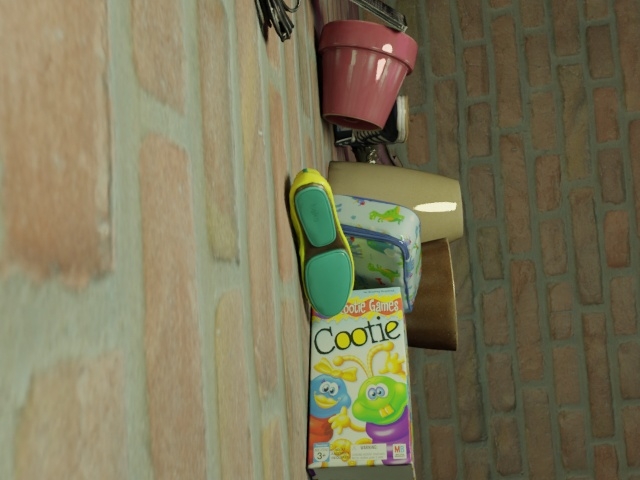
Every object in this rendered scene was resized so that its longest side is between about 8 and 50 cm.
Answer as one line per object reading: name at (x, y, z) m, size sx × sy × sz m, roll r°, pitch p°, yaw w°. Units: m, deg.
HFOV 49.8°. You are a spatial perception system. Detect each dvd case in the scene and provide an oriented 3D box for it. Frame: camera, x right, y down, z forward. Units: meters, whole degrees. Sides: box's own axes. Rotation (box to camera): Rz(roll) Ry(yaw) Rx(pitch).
dvd case at (0.072, -0.481, 1.355) m, size 0.018 × 0.221 × 0.164 m, roll -57°, pitch -171°, yaw 24°

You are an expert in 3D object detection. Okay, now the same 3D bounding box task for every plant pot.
plant pot at (0.135, 0.110, 1.320) m, size 0.215 × 0.230 × 0.216 m, roll -4°, pitch 90°, yaw -83°
plant pot at (0.084, -0.325, 1.405) m, size 0.201 × 0.201 × 0.180 m, roll 19°, pitch 83°, yaw -82°
plant pot at (0.168, -0.059, 1.511) m, size 0.256 × 0.273 × 0.257 m, roll -5°, pitch 90°, yaw -82°

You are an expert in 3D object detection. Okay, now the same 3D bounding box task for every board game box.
board game box at (0.063, 0.226, 1.036) m, size 0.142 × 0.144 × 0.275 m, roll 76°, pitch 12°, yaw -51°

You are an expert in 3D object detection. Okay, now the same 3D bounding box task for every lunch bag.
lunch bag at (0.071, 0.027, 1.108) m, size 0.219 × 0.176 × 0.090 m, roll 78°, pitch 30°, yaw -53°

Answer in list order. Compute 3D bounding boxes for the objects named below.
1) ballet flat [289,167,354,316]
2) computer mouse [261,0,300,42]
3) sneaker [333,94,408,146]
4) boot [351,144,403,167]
ballet flat at (0.000, 0.000, 0.982) m, size 0.077 × 0.077 × 0.231 m, roll -109°, pitch -173°, yaw -57°
computer mouse at (-0.052, -0.402, 0.845) m, size 0.188 × 0.072 × 0.272 m, roll 77°, pitch 23°, yaw -60°
sneaker at (0.110, -0.266, 1.566) m, size 0.282 × 0.153 × 0.099 m, roll 177°, pitch -86°, yaw -86°
boot at (0.121, -0.160, 1.842) m, size 0.263 × 0.091 × 0.229 m, roll 40°, pitch 61°, yaw -34°
